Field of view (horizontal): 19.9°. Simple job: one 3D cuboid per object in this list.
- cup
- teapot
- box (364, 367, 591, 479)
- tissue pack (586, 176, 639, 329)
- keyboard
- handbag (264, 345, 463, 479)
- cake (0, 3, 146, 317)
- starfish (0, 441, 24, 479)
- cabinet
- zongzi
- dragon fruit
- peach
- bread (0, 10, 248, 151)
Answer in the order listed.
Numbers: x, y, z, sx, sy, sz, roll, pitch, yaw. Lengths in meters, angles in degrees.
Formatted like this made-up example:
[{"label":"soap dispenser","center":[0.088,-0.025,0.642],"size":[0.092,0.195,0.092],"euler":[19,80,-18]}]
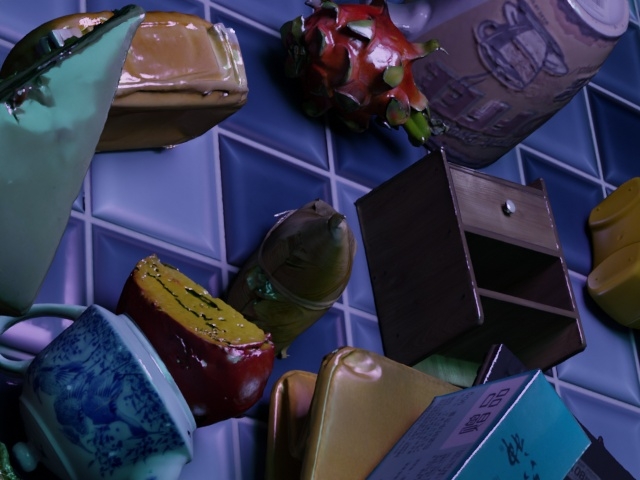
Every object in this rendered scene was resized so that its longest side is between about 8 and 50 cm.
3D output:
[{"label":"cup","center":[0.199,-0.262,2.144],"size":[0.301,0.257,0.227],"euler":[29,44,-29]},{"label":"teapot","center":[-0.199,0.145,1.540],"size":[0.159,0.159,0.232],"euler":[-11,57,-50]},{"label":"box","center":[0.111,0.231,1.615],"size":[0.092,0.153,0.245],"euler":[54,52,-12]},{"label":"tissue pack","center":[0.408,0.021,2.273],"size":[0.127,0.123,0.178],"euler":[31,44,-24]},{"label":"keyboard","center":[0.258,0.236,1.836],"size":[0.317,0.027,0.106],"euler":[45,52,-20]},{"label":"handbag","center":[0.111,0.293,1.773],"size":[0.401,0.133,0.283],"euler":[26,52,-33]},{"label":"cake","center":[-0.235,-0.060,1.536],"size":[0.283,0.158,0.172],"euler":[-39,108,-23]},{"label":"starfish","center":[-0.263,0.264,1.448],"size":[0.176,0.053,0.208],"euler":[-30,82,-46]},{"label":"cabinet","center":[0.165,0.034,1.985],"size":[0.174,0.148,0.215],"euler":[15,54,-41]},{"label":"zongzi","center":[0.000,0.000,1.796],"size":[0.099,0.197,0.194],"euler":[35,37,-3]},{"label":"dragon fruit","center":[0.062,-0.187,2.034],"size":[0.236,0.137,0.135],"euler":[31,53,-17]},{"label":"peach","center":[-0.126,0.095,1.650],"size":[0.172,0.127,0.092],"euler":[53,41,2]},{"label":"bread","center":[-0.191,-0.153,1.745],"size":[0.241,0.136,0.107],"euler":[-6,69,-47]}]
